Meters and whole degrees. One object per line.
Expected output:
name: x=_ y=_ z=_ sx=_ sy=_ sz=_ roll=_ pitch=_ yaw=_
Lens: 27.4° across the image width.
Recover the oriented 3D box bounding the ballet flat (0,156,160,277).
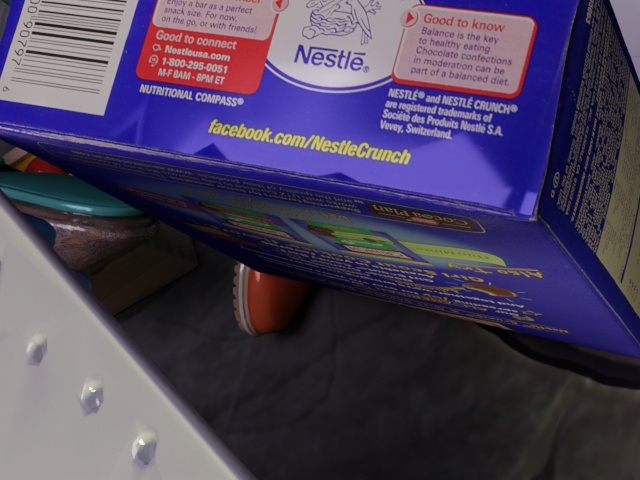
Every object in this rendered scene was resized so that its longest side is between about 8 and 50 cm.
ballet flat: x=-0.225 y=-0.008 z=0.912 sx=0.316 sy=0.107 sz=0.106 roll=19 pitch=107 yaw=42

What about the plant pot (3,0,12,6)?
plant pot: x=-0.062 y=-0.212 z=0.889 sx=0.195 sy=0.290 sz=0.290 roll=45 pitch=106 yaw=-2

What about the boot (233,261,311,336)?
boot: x=0.000 y=0.000 z=0.884 sx=0.085 sy=0.059 sz=0.158 roll=24 pitch=89 yaw=33

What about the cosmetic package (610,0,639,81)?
cosmetic package: x=0.232 y=-0.193 z=0.756 sx=0.377 sy=0.097 sz=0.284 roll=8 pitch=79 yaw=36

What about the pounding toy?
pounding toy: x=-0.219 y=-0.024 z=1.020 sx=0.206 sy=0.094 sz=0.181 roll=-29 pitch=61 yaw=24

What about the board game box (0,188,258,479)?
board game box: x=-0.136 y=0.224 z=0.503 sx=0.390 sy=0.050 sz=0.390 roll=40 pitch=103 yaw=42

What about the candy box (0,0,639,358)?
candy box: x=0.030 y=-0.044 z=0.684 sx=0.268 sy=0.317 sz=0.122 roll=11 pitch=79 yaw=23
